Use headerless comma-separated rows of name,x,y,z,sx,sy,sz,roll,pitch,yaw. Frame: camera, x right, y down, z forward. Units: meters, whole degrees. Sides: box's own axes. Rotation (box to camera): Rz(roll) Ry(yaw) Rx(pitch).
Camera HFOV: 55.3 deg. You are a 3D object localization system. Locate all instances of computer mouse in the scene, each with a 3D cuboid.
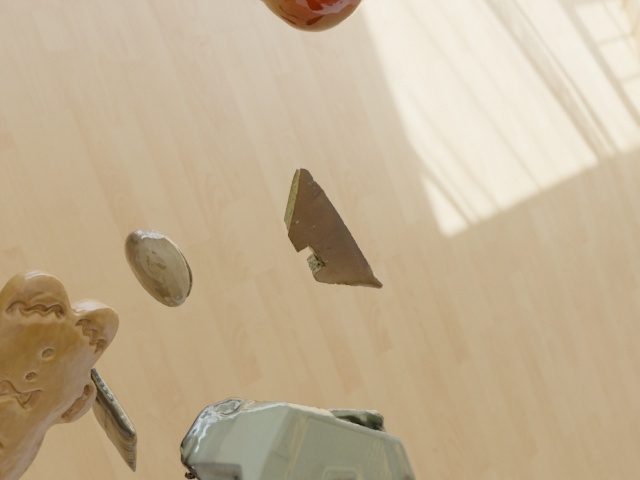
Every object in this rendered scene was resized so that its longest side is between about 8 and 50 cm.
computer mouse,-0.030,0.336,0.820,0.429,0.146,0.228,25,58,-44

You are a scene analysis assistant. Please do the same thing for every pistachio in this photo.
pistachio,-0.404,0.067,1.540,0.136,0.136,0.225,-41,113,-29

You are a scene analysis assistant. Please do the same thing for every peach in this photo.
peach,-0.011,-0.359,0.761,0.184,0.184,0.184,5,81,-31

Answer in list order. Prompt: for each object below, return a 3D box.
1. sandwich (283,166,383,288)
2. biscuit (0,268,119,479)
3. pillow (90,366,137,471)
sandwich,0.000,0.000,0.983,0.088,0.090,0.244,-35,107,-4
biscuit,-0.421,0.212,0.804,0.354,0.052,0.275,-54,144,-14
pillow,-0.504,0.438,1.486,0.052,0.212,0.208,-24,58,-34
